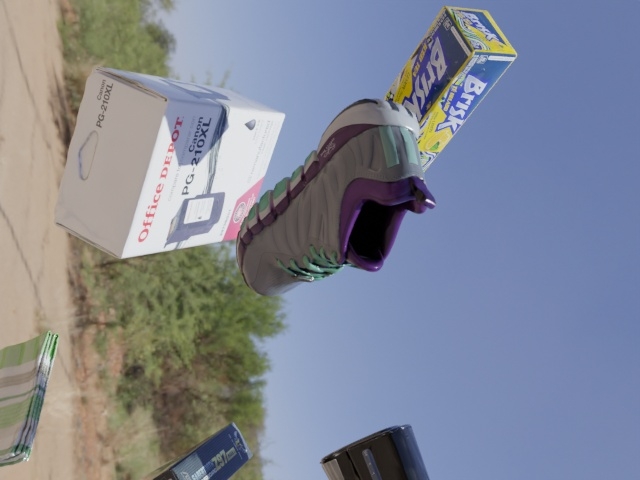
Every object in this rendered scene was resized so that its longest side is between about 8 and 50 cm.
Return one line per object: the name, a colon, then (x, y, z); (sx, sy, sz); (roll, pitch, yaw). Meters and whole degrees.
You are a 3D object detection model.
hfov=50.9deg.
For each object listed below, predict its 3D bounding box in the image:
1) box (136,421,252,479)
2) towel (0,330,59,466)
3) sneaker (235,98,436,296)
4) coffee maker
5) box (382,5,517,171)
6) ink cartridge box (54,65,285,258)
box: (-0.218, 0.330, 0.845); (0.059, 0.232, 0.183); (58, 14, 7)
towel: (-0.359, 0.184, 0.773); (0.023, 0.113, 0.152); (42, 37, -45)
sneaker: (0.000, 0.000, 0.505); (0.224, 0.083, 0.098); (-51, -140, 43)
coffee maker: (0.106, 0.319, 0.821); (0.120, 0.171, 0.178); (103, -32, -69)
box: (0.102, -0.131, 0.625); (0.169, 0.054, 0.059); (-55, -130, 48)
ink cartridge box: (-0.159, -0.086, 0.754); (0.237, 0.100, 0.172); (-14, 127, -64)
